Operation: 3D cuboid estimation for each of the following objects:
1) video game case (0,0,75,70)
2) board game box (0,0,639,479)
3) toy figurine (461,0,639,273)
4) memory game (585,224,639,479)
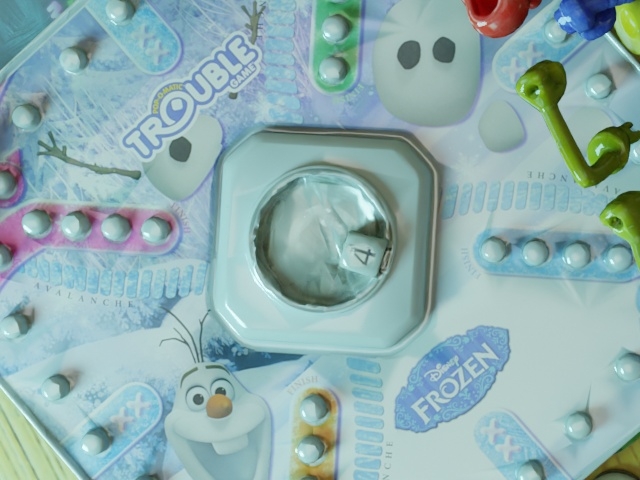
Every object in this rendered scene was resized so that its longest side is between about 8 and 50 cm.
[{"bbox_3d":[-0.122,-0.113,0.911,0.173,0.022,0.190,-24,91,14],"label":"video game case"},{"bbox_3d":[0.000,0.000,0.850,0.390,0.050,0.390,-42,87,5],"label":"board game box"},{"bbox_3d":[0.184,-0.159,0.686,0.217,0.191,0.362,-39,65,27],"label":"toy figurine"},{"bbox_3d":[0.147,0.080,0.882,0.186,0.012,0.186,2,98,12],"label":"memory game"}]
